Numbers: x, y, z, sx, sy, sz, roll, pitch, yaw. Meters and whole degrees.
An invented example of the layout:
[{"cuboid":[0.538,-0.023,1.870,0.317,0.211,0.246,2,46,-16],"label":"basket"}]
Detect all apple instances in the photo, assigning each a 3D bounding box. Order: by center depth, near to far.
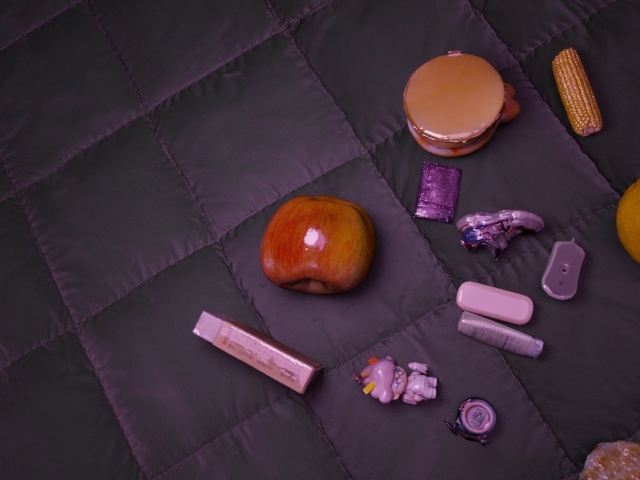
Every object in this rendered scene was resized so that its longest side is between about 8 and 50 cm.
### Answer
[{"cuboid":[0.000,0.000,1.451,0.302,0.301,0.301,-2,78,8],"label":"apple"}]

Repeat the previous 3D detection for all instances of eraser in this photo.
[{"cuboid":[-0.166,0.296,1.483,0.344,0.144,0.078,25,85,13],"label":"eraser"}]

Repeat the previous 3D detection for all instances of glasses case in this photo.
[{"cuboid":[0.460,0.167,1.463,0.197,0.050,0.083,16,79,11],"label":"glasses case"}]

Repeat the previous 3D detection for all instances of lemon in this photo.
[{"cuboid":[0.864,-0.041,1.345,0.268,0.267,0.267,-2,78,8],"label":"lemon"}]

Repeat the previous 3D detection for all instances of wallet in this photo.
[{"cuboid":[0.330,-0.136,1.554,0.111,0.030,0.165,10,80,11],"label":"wallet"}]

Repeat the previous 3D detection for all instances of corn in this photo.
[{"cuboid":[0.709,-0.409,1.529,0.081,0.081,0.248,-15,78,5],"label":"corn"}]

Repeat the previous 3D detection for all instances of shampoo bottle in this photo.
[{"cuboid":[0.468,0.248,1.442,0.213,0.049,0.072,20,123,9],"label":"shampoo bottle"}]

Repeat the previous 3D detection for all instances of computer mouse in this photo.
[{"cuboid":[0.638,0.074,1.453,0.089,0.056,0.181,21,74,10],"label":"computer mouse"}]

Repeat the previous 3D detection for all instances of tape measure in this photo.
[{"cuboid":[0.379,0.442,1.363,0.104,0.180,0.107,21,83,28],"label":"tape measure"}]

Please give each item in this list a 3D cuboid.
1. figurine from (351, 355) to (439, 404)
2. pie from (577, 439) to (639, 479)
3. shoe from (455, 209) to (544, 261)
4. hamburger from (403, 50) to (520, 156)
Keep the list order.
[{"cuboid":[0.193,0.367,1.436,0.229,0.111,0.137,9,53,4],"label":"figurine"},{"cuboid":[0.743,0.613,1.306,0.275,0.105,0.257,32,76,13],"label":"pie"},{"cuboid":[0.479,-0.011,1.468,0.228,0.099,0.125,-3,70,13],"label":"shoe"},{"cuboid":[0.386,-0.370,1.514,0.303,0.186,0.260,-25,75,13],"label":"hamburger"}]
